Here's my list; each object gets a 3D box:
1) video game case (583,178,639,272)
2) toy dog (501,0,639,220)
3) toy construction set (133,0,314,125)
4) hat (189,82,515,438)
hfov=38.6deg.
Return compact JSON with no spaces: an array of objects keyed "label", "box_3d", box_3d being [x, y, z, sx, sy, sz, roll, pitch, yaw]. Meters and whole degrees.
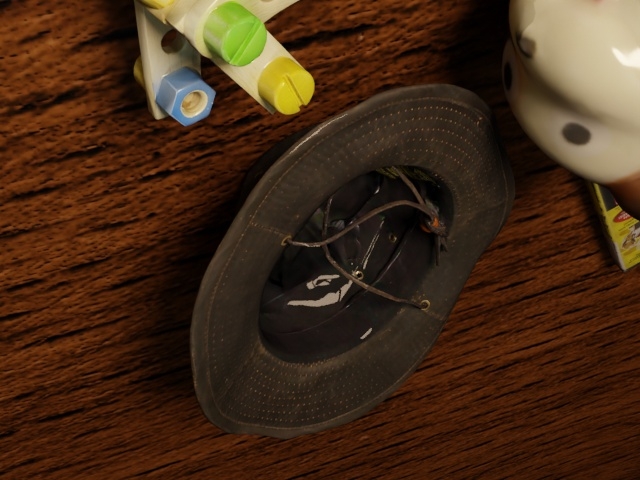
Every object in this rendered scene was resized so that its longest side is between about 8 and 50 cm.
[{"label":"video game case","box_3d":[0.406,-0.100,0.942,0.275,0.035,0.248,-32,142,7]},{"label":"toy dog","box_3d":[0.295,-0.206,0.600,0.408,0.284,0.395,-39,159,20]},{"label":"toy construction set","box_3d":[-0.055,-0.203,0.447,0.215,0.151,0.327,-42,158,-6]},{"label":"hat","box_3d":[0.000,0.000,0.751,0.331,0.134,0.331,-26,138,-27]}]
